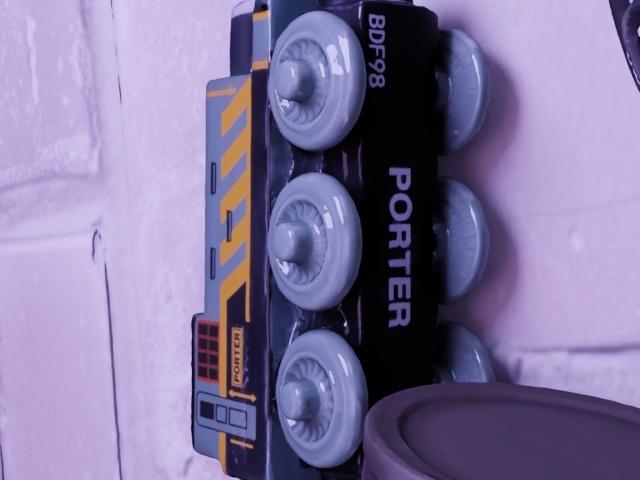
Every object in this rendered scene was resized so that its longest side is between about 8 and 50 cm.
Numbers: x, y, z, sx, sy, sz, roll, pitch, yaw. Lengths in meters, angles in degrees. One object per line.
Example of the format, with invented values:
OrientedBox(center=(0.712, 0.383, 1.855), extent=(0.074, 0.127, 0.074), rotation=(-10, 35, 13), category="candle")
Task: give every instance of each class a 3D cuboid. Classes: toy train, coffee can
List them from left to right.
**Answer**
OrientedBox(center=(0.000, 0.000, 0.733), extent=(0.190, 0.142, 0.334), rotation=(2, 93, 52), category="toy train")
OrientedBox(center=(0.102, 0.232, 0.598), extent=(0.201, 0.201, 0.275), rotation=(17, 103, 41), category="coffee can")

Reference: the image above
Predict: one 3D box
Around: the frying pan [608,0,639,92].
OrientedBox(center=(0.161, -0.248, 0.621), extent=(0.197, 0.053, 0.326), rotation=(-47, 62, 33), category="frying pan")
